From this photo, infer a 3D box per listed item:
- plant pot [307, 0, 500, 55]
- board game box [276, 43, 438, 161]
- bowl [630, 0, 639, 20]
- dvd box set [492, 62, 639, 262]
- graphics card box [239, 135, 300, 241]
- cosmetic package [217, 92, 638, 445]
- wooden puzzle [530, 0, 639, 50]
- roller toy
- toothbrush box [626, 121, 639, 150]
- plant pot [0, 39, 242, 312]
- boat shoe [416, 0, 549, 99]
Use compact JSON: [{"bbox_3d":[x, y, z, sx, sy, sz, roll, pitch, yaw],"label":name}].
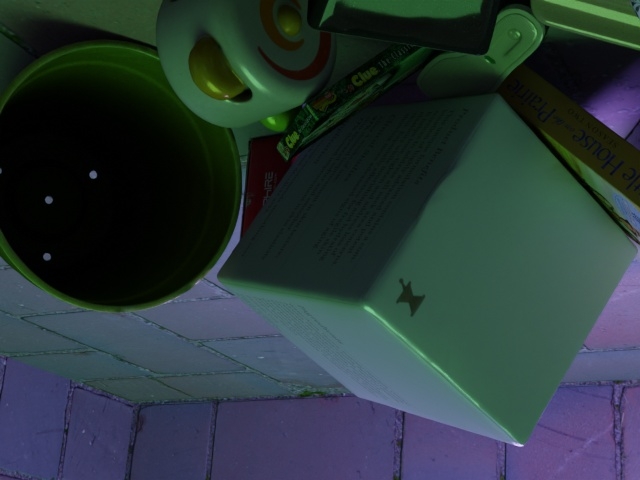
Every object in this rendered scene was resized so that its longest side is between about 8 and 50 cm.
[{"bbox_3d":[0.095,-0.318,1.097,0.188,0.187,0.167,7,147,-8],"label":"plant pot"},{"bbox_3d":[0.064,-0.196,1.383,0.260,0.030,0.136,-37,174,-26],"label":"board game box"},{"bbox_3d":[0.377,-0.239,1.107,0.170,0.080,0.170,14,154,7],"label":"bowl"},{"bbox_3d":[0.392,-0.063,1.491,0.420,0.062,0.307,45,-178,29],"label":"dvd box set"},{"bbox_3d":[0.000,0.000,1.888,0.094,0.232,0.371,-7,156,27],"label":"graphics card box"},{"bbox_3d":[0.136,0.032,1.545,0.327,0.329,0.394,43,162,-26],"label":"cosmetic package"},{"bbox_3d":[0.407,-0.312,1.128,0.322,0.080,0.348,15,155,2],"label":"wooden puzzle"},{"bbox_3d":[-0.082,-0.238,1.304,0.146,0.191,0.209,-15,164,41],"label":"roller toy"},{"bbox_3d":[0.605,-0.111,1.635,0.283,0.122,0.206,4,160,-4],"label":"toothbrush box"},{"bbox_3d":[-0.357,-0.074,1.646,0.366,0.366,0.353,15,168,-28],"label":"plant pot"},{"bbox_3d":[0.208,-0.241,1.403,0.084,0.079,0.233,38,146,-13],"label":"boat shoe"}]
